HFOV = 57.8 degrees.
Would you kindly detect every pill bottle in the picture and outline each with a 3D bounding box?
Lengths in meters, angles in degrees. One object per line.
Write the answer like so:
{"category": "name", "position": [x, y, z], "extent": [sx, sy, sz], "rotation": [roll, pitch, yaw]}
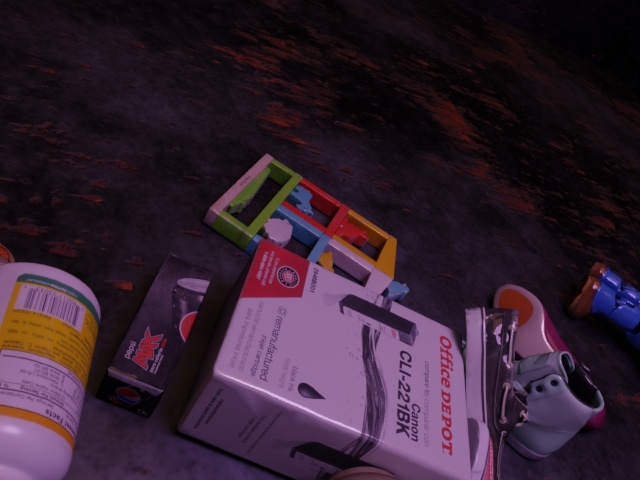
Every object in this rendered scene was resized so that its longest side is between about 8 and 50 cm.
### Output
{"category": "pill bottle", "position": [-0.247, 0.129, 0.450], "extent": [0.117, 0.118, 0.209], "rotation": [15, 41, -23]}

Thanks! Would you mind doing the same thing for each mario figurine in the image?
{"category": "mario figurine", "position": [0.589, 0.190, 1.024], "extent": [0.320, 0.170, 0.198], "rotation": [36, 72, 20]}

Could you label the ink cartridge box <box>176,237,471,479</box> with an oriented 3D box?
{"category": "ink cartridge box", "position": [0.016, 0.148, 0.623], "extent": [0.272, 0.114, 0.197], "rotation": [27, 37, -11]}

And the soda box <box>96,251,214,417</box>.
{"category": "soda box", "position": [-0.166, 0.092, 0.602], "extent": [0.060, 0.053, 0.169], "rotation": [25, 39, -11]}

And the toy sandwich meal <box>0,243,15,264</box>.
{"category": "toy sandwich meal", "position": [-0.345, 0.020, 0.570], "extent": [0.085, 0.029, 0.086], "rotation": [20, 39, -17]}

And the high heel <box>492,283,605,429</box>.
{"category": "high heel", "position": [0.348, 0.173, 0.890], "extent": [0.117, 0.082, 0.244], "rotation": [42, 13, -38]}

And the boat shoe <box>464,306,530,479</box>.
{"category": "boat shoe", "position": [0.202, 0.187, 0.662], "extent": [0.070, 0.220, 0.078], "rotation": [-1, -3, 15]}

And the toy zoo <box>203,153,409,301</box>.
{"category": "toy zoo", "position": [0.000, 0.000, 0.842], "extent": [0.293, 0.030, 0.192], "rotation": [33, 37, -1]}

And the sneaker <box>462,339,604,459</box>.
{"category": "sneaker", "position": [0.230, 0.154, 0.742], "extent": [0.255, 0.151, 0.094], "rotation": [37, 39, 6]}

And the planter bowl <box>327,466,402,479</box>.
{"category": "planter bowl", "position": [0.040, 0.266, 0.496], "extent": [0.162, 0.162, 0.109], "rotation": [27, 12, -8]}

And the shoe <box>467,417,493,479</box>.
{"category": "shoe", "position": [0.159, 0.280, 0.592], "extent": [0.081, 0.063, 0.178], "rotation": [28, 65, -14]}
